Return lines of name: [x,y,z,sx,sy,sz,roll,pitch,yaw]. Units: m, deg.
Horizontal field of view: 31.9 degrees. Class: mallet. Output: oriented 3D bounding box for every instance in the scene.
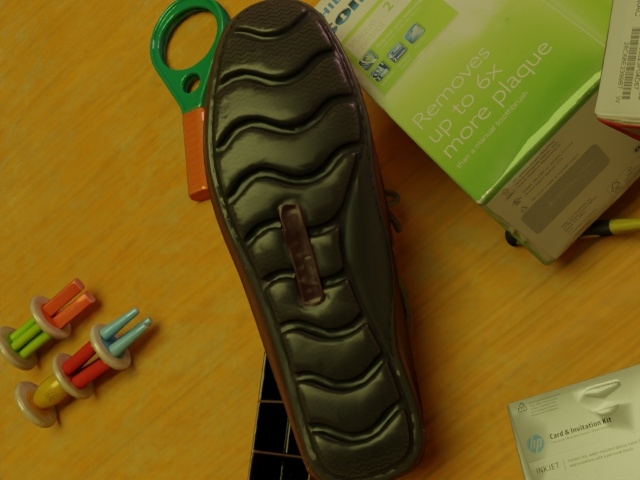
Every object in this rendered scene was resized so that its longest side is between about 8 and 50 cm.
mallet: [0.235,-0.007,0.856,0.190,0.062,0.039,-10,63,44]

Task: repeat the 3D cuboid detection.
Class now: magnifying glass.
magnifying glass: [-0.126,-0.147,1.125,0.092,0.026,0.230,-19,62,24]

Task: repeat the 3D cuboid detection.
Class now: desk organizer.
desk organizer: [-0.024,0.159,0.931,0.047,0.050,0.130,-3,71,30]

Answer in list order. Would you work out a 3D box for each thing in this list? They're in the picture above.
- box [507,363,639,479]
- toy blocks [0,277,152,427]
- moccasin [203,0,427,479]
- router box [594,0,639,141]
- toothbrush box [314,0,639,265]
box: [0.222,0.185,0.784,0.145,0.038,0.186,-22,63,22]
toy blocks: [-0.235,0.090,1.079,0.148,0.054,0.123,-38,58,14]
moccasin: [0.003,-0.001,0.878,0.139,0.147,0.380,-20,87,2]
router box: [0.292,-0.205,0.690,0.082,0.301,0.335,8,89,38]
toothbrush box: [0.145,-0.153,0.884,0.206,0.122,0.283,-46,45,9]
